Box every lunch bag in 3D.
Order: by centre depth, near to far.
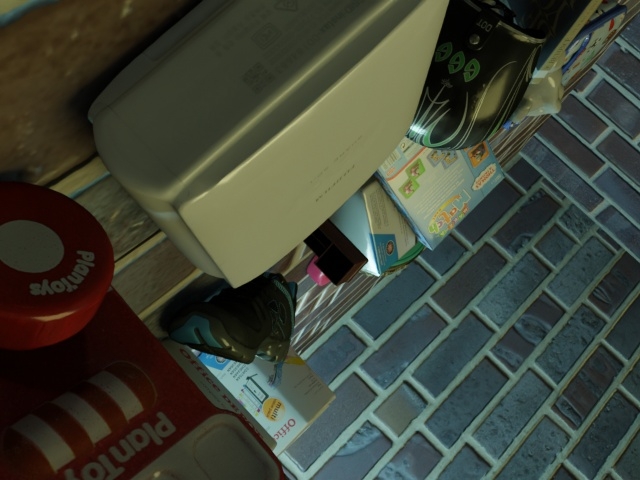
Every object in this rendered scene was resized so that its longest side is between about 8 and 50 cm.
[{"bbox_3d":[0.463,-0.364,1.371,0.243,0.115,0.303,-36,165,-32],"label":"lunch bag"}]

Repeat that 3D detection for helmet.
[{"bbox_3d":[0.134,-0.172,0.696,0.169,0.169,0.162,-30,157,-56],"label":"helmet"}]

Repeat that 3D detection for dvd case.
[{"bbox_3d":[0.237,-0.291,0.665,0.018,0.165,0.221,-7,156,-15],"label":"dvd case"}]

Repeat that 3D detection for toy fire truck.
[{"bbox_3d":[-0.182,0.127,0.351,0.302,0.254,0.169,-31,163,-53],"label":"toy fire truck"}]

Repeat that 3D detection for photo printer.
[{"bbox_3d":[-0.026,-0.086,0.542,0.256,0.107,0.307,-43,169,-10],"label":"photo printer"}]

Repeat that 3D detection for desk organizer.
[{"bbox_3d":[0.000,0.000,0.918,0.047,0.130,0.050,-49,167,19],"label":"desk organizer"}]

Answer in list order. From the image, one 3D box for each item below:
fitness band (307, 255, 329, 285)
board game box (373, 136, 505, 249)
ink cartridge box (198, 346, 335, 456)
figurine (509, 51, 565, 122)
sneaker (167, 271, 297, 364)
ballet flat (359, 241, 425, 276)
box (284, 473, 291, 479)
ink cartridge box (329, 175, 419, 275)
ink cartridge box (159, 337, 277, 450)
[{"bbox_3d":[0.085,-0.003,1.455,0.290,0.054,0.209,-32,164,-48],"label":"fitness band"},{"bbox_3d":[0.163,-0.104,0.937,0.160,0.039,0.211,-45,133,-4],"label":"board game box"},{"bbox_3d":[-0.124,0.293,1.289,0.171,0.232,0.168,-48,169,17],"label":"ink cartridge box"},{"bbox_3d":[0.311,-0.294,0.936,0.209,0.092,0.215,37,64,-72],"label":"figurine"},{"bbox_3d":[-0.119,0.103,0.995,0.341,0.125,0.140,37,70,-77],"label":"sneaker"},{"bbox_3d":[0.147,-0.060,1.267,0.182,0.164,0.482,-19,-166,48],"label":"ballet flat"},{"bbox_3d":[-0.111,0.353,0.821,0.175,0.051,0.220,-44,170,-12],"label":"box"},{"bbox_3d":[0.109,-0.067,1.018,0.203,0.085,0.148,-38,128,-34],"label":"ink cartridge box"},{"bbox_3d":[-0.207,0.253,0.832,0.129,0.223,0.307,-47,170,7],"label":"ink cartridge box"}]
